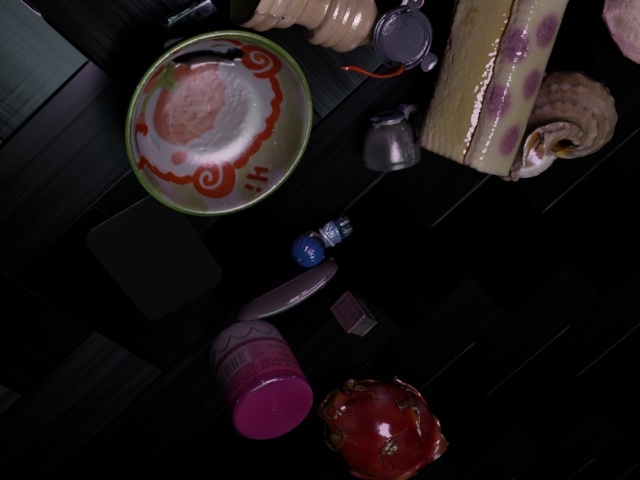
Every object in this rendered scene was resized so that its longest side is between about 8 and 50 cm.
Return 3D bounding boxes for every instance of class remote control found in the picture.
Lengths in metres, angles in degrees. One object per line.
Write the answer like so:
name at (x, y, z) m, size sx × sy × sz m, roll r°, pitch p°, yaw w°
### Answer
remote control at (-0.210, -0.366, 1.496) m, size 0.096 × 0.014 × 0.039 m, roll -31°, pitch 132°, yaw -1°

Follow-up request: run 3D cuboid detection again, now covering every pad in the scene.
pad at (-0.310, 0.034, 1.750) m, size 0.181 × 0.004 × 0.267 m, roll -31°, pitch 132°, yaw -3°

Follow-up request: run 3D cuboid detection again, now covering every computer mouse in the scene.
computer mouse at (-0.067, 0.106, 1.856) m, size 0.232 × 0.120 × 0.057 m, roll -28°, pitch 100°, yaw -6°

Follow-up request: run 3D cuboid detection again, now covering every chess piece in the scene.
chess piece at (0.013, -0.388, 1.533) m, size 0.307 × 0.124 × 0.138 m, roll 9°, pitch 90°, yaw -35°

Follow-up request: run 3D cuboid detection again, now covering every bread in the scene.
bread at (0.304, -0.295, 1.647) m, size 0.155 × 0.187 × 0.338 m, roll -5°, pitch 116°, yaw -51°

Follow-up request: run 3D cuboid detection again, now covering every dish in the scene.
dish at (-0.185, -0.212, 1.556) m, size 0.324 × 0.124 × 0.324 m, roll -13°, pitch 122°, yaw -21°

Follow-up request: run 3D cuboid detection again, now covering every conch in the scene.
conch at (0.434, -0.220, 1.808) m, size 0.324 × 0.186 × 0.263 m, roll -9°, pitch 145°, yaw -53°

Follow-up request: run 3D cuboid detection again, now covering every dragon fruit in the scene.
dragon fruit at (0.146, 0.440, 2.136) m, size 0.250 × 0.250 × 0.315 m, roll -34°, pitch 115°, yaw 0°

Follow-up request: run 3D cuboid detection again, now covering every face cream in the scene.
face cream at (-0.127, 0.283, 1.898) m, size 0.175 × 0.195 × 0.175 m, roll -13°, pitch 130°, yaw -16°

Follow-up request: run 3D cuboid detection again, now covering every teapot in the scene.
teapot at (0.148, -0.197, 1.738) m, size 0.149 × 0.111 × 0.108 m, roll -13°, pitch 115°, yaw -11°

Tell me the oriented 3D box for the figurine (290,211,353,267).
figurine at (0.005, 0.004, 1.832) m, size 0.136 × 0.079 × 0.077 m, roll -26°, pitch 129°, yaw -7°

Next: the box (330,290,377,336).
box at (0.074, 0.162, 1.983) m, size 0.060 × 0.084 × 0.063 m, roll -47°, pitch 136°, yaw 11°

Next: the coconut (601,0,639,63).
coconut at (0.668, -0.452, 1.706) m, size 0.297 × 0.254 × 0.297 m, roll -30°, pitch 143°, yaw -26°

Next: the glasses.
glasses at (0.116, -0.356, 1.412) m, size 0.118 × 0.268 × 0.234 m, roll 11°, pitch 113°, yaw 13°
